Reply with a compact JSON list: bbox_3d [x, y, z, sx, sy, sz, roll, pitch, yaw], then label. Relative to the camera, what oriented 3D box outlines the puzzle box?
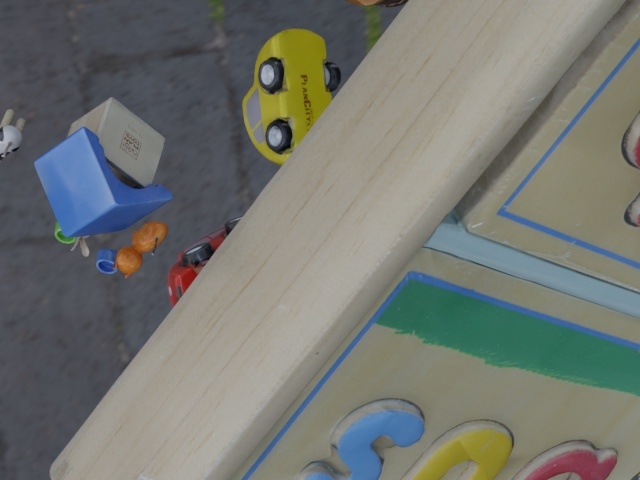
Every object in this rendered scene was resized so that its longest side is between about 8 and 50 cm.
[{"bbox_3d":[0.147,0.030,0.582,0.272,0.409,0.052,-52,47,22],"label":"puzzle box"}]

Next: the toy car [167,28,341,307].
[{"bbox_3d":[0.000,0.000,1.249,0.225,0.239,0.053,37,151,-33],"label":"toy car"}]

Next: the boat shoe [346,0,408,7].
[{"bbox_3d":[-0.009,-0.212,0.980,0.073,0.073,0.207,-43,78,37],"label":"boat shoe"}]

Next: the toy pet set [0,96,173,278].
[{"bbox_3d":[-0.128,-0.015,0.935,0.122,0.065,0.114,38,134,-27],"label":"toy pet set"}]
